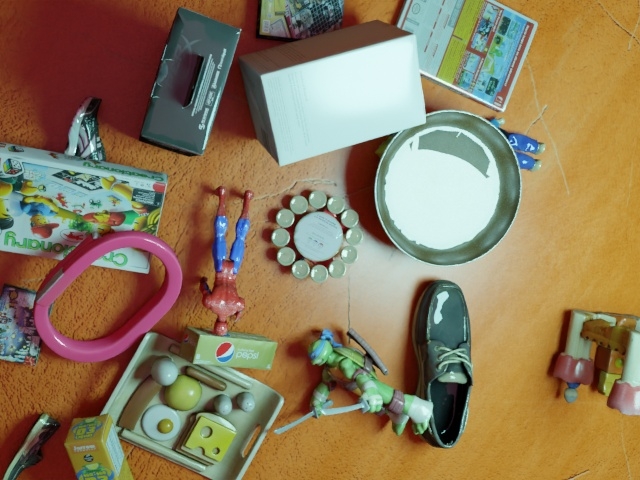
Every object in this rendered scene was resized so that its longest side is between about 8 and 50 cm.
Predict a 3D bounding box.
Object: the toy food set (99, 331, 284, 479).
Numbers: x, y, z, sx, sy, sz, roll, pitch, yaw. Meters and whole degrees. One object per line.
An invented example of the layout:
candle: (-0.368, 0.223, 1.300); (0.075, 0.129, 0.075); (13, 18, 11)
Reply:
toy food set: (-0.254, 0.337, 1.470); (0.306, 0.092, 0.219); (29, 88, -14)

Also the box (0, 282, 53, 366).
box: (-0.558, 0.157, 1.409); (0.094, 0.027, 0.137); (15, 92, -16)

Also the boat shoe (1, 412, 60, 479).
boat shoe: (-0.544, 0.400, 1.423); (0.049, 0.056, 0.152); (31, 88, -10)

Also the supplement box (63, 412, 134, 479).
supplement box: (-0.403, 0.438, 1.412); (0.078, 0.080, 0.233); (-9, 115, 3)

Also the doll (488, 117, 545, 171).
doll: (0.376, -0.192, 1.596); (0.189, 0.046, 0.129); (13, 92, -15)

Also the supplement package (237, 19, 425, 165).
supplement package: (0.021, -0.280, 1.411); (0.293, 0.177, 0.175); (-18, 118, -11)

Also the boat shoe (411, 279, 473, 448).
boat shoe: (0.269, 0.261, 1.571); (0.132, 0.130, 0.355); (-2, 96, -14)

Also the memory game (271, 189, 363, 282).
memory game: (-0.006, -0.008, 1.508); (0.186, 0.012, 0.186); (0, 90, -8)

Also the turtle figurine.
turtle figurine: (0.067, 0.332, 1.496); (0.266, 0.274, 0.198); (29, 124, -15)

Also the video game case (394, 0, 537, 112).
video game case: (0.291, -0.413, 1.563); (0.285, 0.025, 0.204); (21, 90, -15)

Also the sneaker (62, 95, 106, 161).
sneaker: (-0.428, -0.177, 1.393); (0.077, 0.072, 0.178); (18, 103, -20)

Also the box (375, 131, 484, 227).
box: (0.225, -0.134, 1.558); (0.232, 0.058, 0.087); (44, 86, -14)

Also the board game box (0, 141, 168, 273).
board game box: (-0.445, -0.056, 1.369); (0.306, 0.053, 0.192); (10, 117, -14)

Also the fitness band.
fitness band: (-0.391, 0.101, 1.391); (0.291, 0.054, 0.209); (-43, 126, 6)

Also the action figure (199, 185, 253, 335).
action figure: (-0.184, 0.051, 1.469); (0.092, 0.139, 0.280); (8, 72, -12)

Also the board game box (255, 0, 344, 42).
board game box: (-0.034, -0.506, 1.464); (0.165, 0.042, 0.243); (4, 95, -14)

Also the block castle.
block castle: (0.757, 0.293, 1.609); (0.454, 0.303, 0.212); (7, 95, -14)

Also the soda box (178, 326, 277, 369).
soda box: (-0.175, 0.208, 1.458); (0.181, 0.061, 0.058); (12, 93, -39)

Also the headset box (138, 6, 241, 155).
headset box: (-0.232, -0.262, 1.310); (0.110, 0.293, 0.218); (17, 91, -15)

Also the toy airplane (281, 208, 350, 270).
toy airplane: (0.000, 0.000, 1.531); (0.151, 0.028, 0.151); (-1, 95, -13)

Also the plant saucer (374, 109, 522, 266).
plant saucer: (0.250, -0.104, 1.512); (0.311, 0.050, 0.310); (-2, 98, -13)
